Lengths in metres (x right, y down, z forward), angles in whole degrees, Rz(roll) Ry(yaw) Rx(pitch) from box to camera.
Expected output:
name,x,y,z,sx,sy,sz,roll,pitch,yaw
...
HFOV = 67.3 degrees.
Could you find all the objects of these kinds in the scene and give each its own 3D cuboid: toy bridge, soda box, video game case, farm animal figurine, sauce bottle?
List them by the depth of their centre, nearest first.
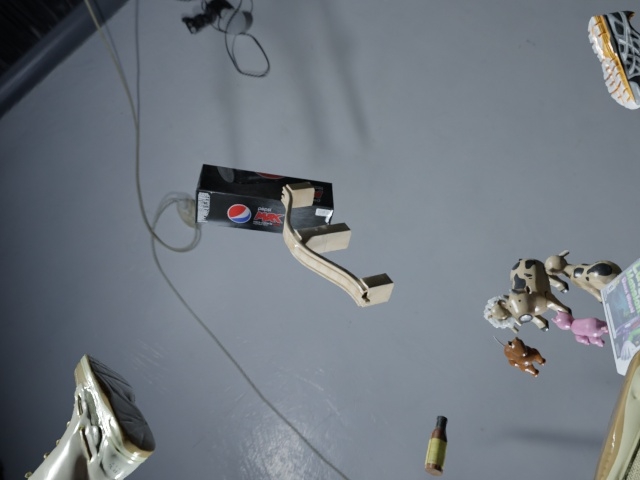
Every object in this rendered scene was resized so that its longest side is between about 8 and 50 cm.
name,x,y,z,sx,sy,sz,roll,pitch,yaw
toy bridge,0.000,0.000,0.486,0.063,0.026,0.188,-9,40,-27
soda box,-0.070,-0.048,0.607,0.168,0.053,0.060,7,41,-9
video game case,0.580,0.120,0.860,0.022,0.173,0.191,18,49,-2
sauce bottle,0.264,0.456,1.076,0.042,0.042,0.128,21,50,7
farm animal figurine,0.526,0.132,1.143,0.172,0.327,0.330,39,111,-7

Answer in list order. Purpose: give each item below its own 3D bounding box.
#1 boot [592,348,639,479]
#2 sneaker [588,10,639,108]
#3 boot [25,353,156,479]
name,x,y,z,sx,sy,sz,roll,pitch,yaw
boot,0.351,0.250,0.416,0.203,0.095,0.262,16,78,32
sneaker,0.634,-0.379,0.999,0.083,0.084,0.215,-17,87,14
boot,-0.303,0.249,0.590,0.165,0.077,0.213,-49,40,-10
